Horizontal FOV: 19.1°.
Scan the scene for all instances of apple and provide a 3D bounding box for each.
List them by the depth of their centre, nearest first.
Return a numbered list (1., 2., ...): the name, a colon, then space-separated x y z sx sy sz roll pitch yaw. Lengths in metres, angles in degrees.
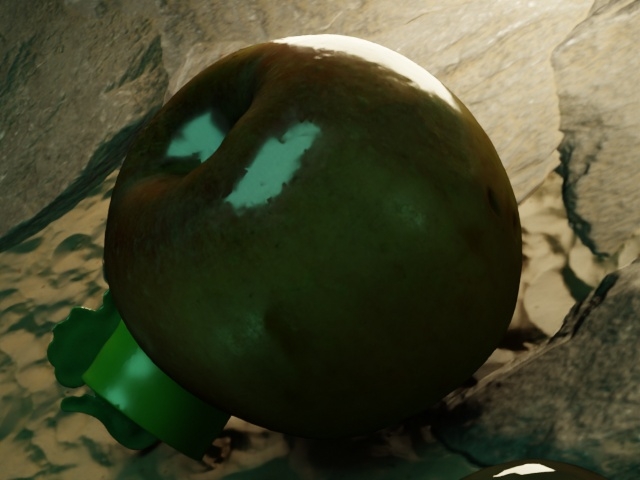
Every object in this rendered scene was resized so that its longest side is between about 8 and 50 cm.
1. apple: 0.000 0.000 1.597 0.338 0.305 0.338 -33 31 23

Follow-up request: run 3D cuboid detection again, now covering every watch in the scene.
1. watch: -0.161 0.128 1.700 0.131 0.165 0.152 -52 17 -2

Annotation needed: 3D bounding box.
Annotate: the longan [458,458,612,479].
1. longan: 0.138 0.249 1.235 0.248 0.248 0.248 -23 37 19
